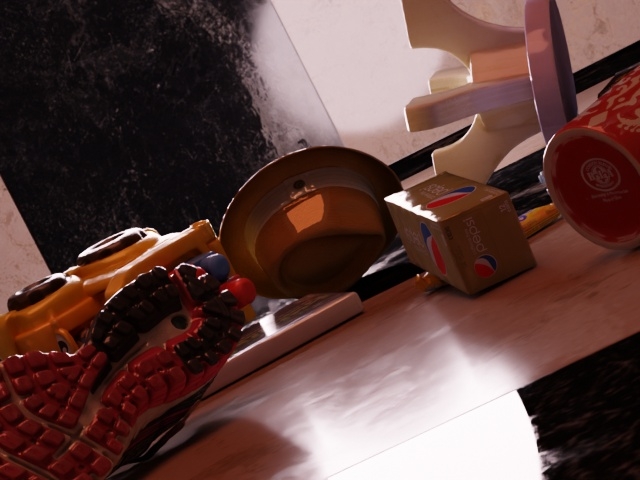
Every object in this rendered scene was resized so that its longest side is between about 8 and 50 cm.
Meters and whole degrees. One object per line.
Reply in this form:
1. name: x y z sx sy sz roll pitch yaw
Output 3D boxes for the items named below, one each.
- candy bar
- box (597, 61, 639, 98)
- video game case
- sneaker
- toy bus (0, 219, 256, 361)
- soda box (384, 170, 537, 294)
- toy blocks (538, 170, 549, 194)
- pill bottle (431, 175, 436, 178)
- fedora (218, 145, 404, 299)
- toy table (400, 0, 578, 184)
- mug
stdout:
1. candy bar: 0.143 0.002 1.461 0.161 0.018 0.040 -28 4 -28
2. box: 0.416 -0.192 1.884 0.231 0.056 0.183 -25 5 20
3. video game case: -0.066 0.097 1.580 0.190 0.022 0.173 -28 4 -13
4. sneaker: -0.172 0.136 1.284 0.299 0.121 0.112 -31 -23 -39
5. toy bus: -0.168 0.075 1.695 0.220 0.149 0.211 -32 11 -38
6. soda box: 0.104 -0.009 1.369 0.058 0.061 0.181 -25 11 -8
7. toy blocks: 0.259 -0.081 1.498 0.148 0.054 0.123 -27 4 -1
8. pill bottle: 0.132 -0.049 2.001 0.083 0.043 0.043 -27 4 -5
9. fedora: 0.000 0.000 1.739 0.194 0.194 0.079 -27 41 0
10. toy table: 0.184 -0.165 1.904 0.161 0.252 0.274 -10 0 13
11. mug: 0.239 -0.083 1.177 0.169 0.113 0.150 -34 -20 -33
